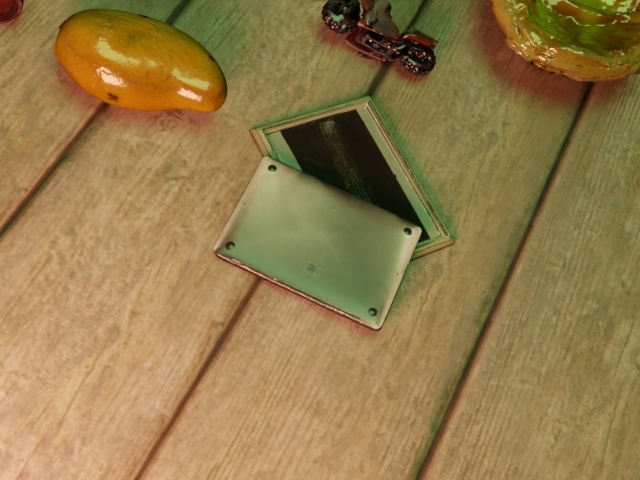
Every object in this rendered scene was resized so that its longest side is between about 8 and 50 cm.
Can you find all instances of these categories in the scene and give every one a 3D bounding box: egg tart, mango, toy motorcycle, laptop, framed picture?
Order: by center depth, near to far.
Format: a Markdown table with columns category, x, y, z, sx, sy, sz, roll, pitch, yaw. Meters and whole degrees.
| category | x | y | z | sx | sy | sz | roll | pitch | yaw |
| --- | --- | --- | --- | --- | --- | --- | --- | --- | --- |
| laptop | 0.000 | 0.000 | 1.502 | 0.269 | 0.015 | 0.187 | 25 | 64 | 1 |
| mango | -0.265 | -0.258 | 1.519 | 0.262 | 0.109 | 0.157 | 22 | 49 | -12 |
| framed picture | 0.052 | -0.086 | 1.585 | 0.231 | 0.018 | 0.293 | -20 | 71 | -26 |
| toy motorcycle | 0.106 | -0.360 | 1.711 | 0.212 | 0.084 | 0.118 | 27 | 57 | -13 |
| egg tart | 0.441 | -0.394 | 1.812 | 0.341 | 0.132 | 0.341 | 9 | 60 | -15 |

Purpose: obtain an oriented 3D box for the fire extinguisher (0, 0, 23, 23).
| category | x | y | z | sx | sy | sz | roll | pitch | yaw |
| --- | --- | --- | --- | --- | --- | --- | --- | --- | --- |
| fire extinguisher | -0.493 | -0.464 | 1.559 | 0.105 | 0.105 | 0.269 | 6 | 62 | -16 |
